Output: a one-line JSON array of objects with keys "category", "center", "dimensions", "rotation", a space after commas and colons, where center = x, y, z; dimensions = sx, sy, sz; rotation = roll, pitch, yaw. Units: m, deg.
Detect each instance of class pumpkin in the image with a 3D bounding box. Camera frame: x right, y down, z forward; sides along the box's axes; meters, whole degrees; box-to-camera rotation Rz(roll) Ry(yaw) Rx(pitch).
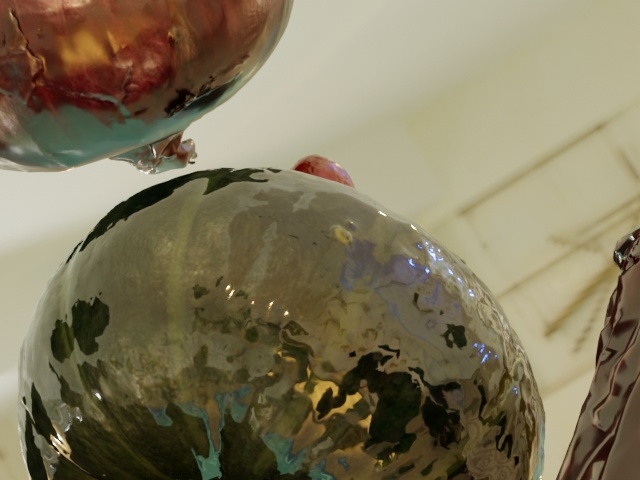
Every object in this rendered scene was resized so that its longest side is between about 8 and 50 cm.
[{"category": "pumpkin", "center": [-0.020, 0.097, 1.032], "dimensions": [0.300, 0.300, 0.207], "rotation": [-36, 14, 34]}]

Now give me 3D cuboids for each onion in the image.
[{"category": "onion", "center": [-0.157, -0.146, 1.287], "dimensions": [0.314, 0.232, 0.314], "rotation": [-18, 16, 5]}]

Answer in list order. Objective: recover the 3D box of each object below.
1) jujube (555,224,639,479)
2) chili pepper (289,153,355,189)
[{"category": "jujube", "center": [0.152, 0.157, 0.643], "dimensions": [0.216, 0.342, 0.216], "rotation": [4, -9, 1]}, {"category": "chili pepper", "center": [0.000, 0.000, 1.331], "dimensions": [0.073, 0.123, 0.070], "rotation": [-10, -21, -11]}]
